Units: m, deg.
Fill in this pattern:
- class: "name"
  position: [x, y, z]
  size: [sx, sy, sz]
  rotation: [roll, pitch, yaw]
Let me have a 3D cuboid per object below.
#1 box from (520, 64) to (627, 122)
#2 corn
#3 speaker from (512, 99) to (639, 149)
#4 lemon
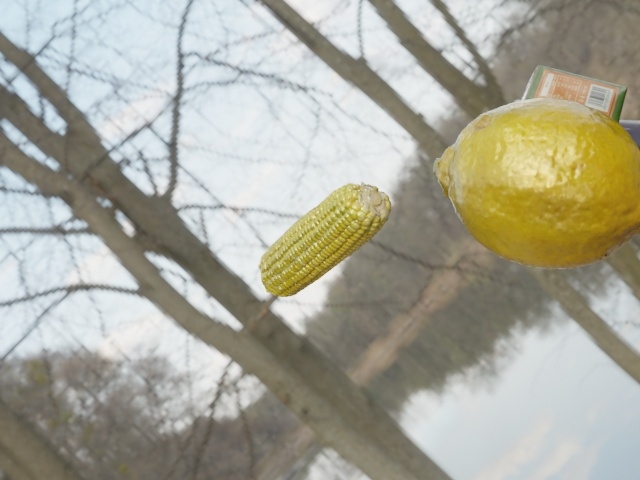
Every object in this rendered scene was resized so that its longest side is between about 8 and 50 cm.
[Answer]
- class: "box"
  position: [0.338, -0.120, 1.650]
  size: [0.195, 0.148, 0.177]
  rotation: [-61, -16, -49]
- class: "corn"
  position: [0.000, 0.000, 1.517]
  size: [0.248, 0.081, 0.081]
  rotation: [-38, 3, 46]
- class: "speaker"
  position: [0.421, -0.100, 1.800]
  size: [0.198, 0.329, 0.259]
  rotation: [29, -103, -50]
- class: "lemon"
  position: [0.246, -0.063, 1.260]
  size: [0.188, 0.256, 0.188]
  rotation: [16, -90, -70]
